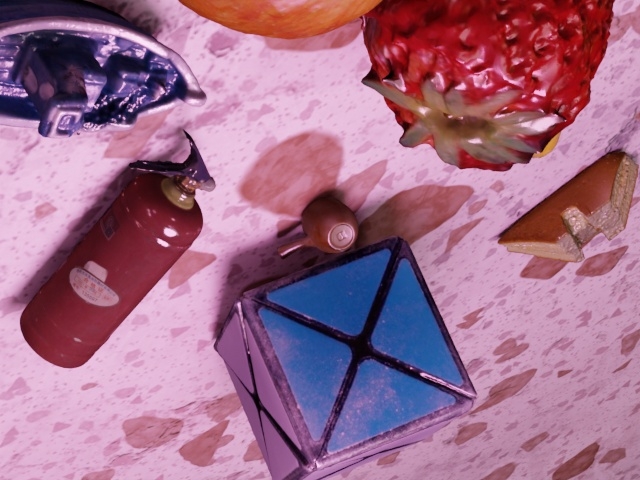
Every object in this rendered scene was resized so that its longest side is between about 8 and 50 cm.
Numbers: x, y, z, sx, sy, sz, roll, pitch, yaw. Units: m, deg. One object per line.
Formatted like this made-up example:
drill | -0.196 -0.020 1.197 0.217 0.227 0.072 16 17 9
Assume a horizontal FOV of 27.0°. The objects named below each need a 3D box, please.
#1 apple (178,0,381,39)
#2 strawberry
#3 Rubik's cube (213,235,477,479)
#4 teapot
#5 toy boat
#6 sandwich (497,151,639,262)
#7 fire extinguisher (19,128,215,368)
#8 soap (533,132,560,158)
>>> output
apple | -0.015 -0.315 1.107 0.278 0.250 0.309 -6 138 -26
strawberry | 0.172 -0.255 1.394 0.292 0.309 0.291 5 161 2
Rubik's cube | 0.026 0.175 1.796 0.260 0.259 0.255 -23 166 -17
teapot | 0.000 0.000 1.740 0.110 0.080 0.085 -34 118 -6
toy boat | -0.241 -0.152 1.259 0.309 0.142 0.129 0 135 -40
sandwich | 0.393 -0.035 2.031 0.244 0.088 0.090 -36 145 9
fire extinguisher | -0.228 0.003 1.532 0.138 0.102 0.344 13 128 -47
soap | 0.307 -0.175 1.808 0.089 0.033 0.168 -13 145 -25
